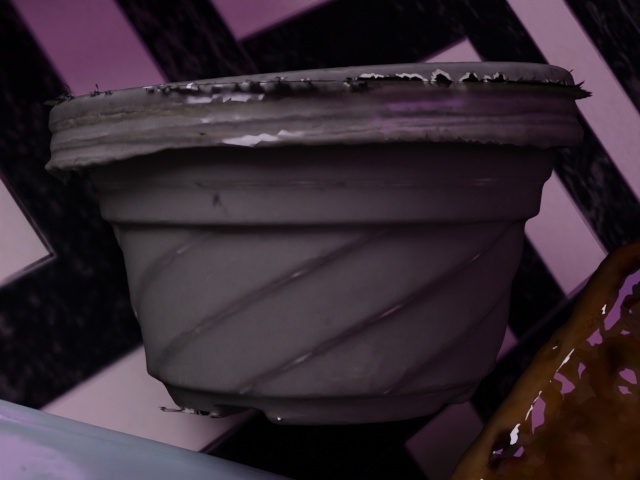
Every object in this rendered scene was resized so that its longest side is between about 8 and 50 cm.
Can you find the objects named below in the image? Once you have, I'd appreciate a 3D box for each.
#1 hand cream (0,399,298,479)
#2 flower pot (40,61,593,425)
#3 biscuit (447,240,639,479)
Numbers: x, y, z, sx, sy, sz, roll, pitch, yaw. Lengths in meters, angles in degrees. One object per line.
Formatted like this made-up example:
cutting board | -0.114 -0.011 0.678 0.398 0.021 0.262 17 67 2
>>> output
hand cream | -0.031 0.142 0.543 0.320 0.067 0.109 18 60 -23
flower pot | 0.000 0.000 0.546 0.235 0.235 0.141 -2 91 -37
biscuit | 0.208 0.157 0.577 0.359 0.046 0.359 -1 93 -20
